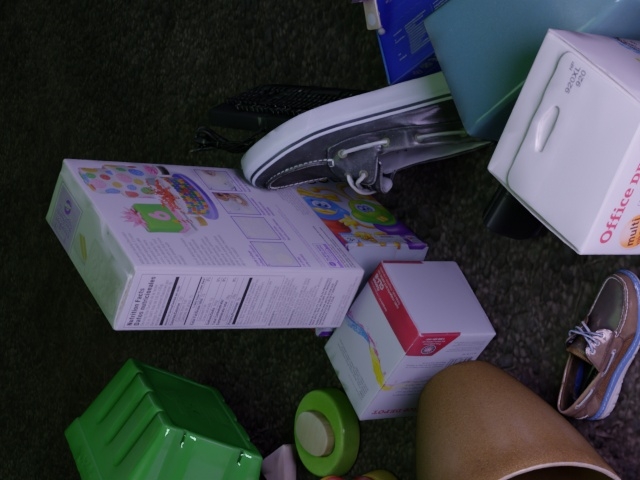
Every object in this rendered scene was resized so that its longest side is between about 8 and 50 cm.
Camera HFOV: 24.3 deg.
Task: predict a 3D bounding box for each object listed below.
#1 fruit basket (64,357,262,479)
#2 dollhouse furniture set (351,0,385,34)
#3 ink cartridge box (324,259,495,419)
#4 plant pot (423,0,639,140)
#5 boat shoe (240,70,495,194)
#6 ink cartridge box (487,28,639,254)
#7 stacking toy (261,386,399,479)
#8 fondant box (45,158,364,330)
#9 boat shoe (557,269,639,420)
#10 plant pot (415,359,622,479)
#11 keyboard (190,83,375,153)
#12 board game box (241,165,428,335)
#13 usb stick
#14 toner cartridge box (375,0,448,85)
[{"bbox_3d":[-0.253,0.418,2.298,0.392,0.283,0.392,-48,30,39],"label":"fruit basket"},{"bbox_3d":[0.080,-0.301,1.891,0.114,0.091,0.081,3,107,52],"label":"dollhouse furniture set"},{"bbox_3d":[0.112,0.129,1.920,0.176,0.128,0.127,-58,46,36],"label":"ink cartridge box"},{"bbox_3d":[0.270,-0.240,1.675,0.234,0.166,0.165,-40,58,39],"label":"plant pot"},{"bbox_3d":[0.061,-0.117,1.890,0.335,0.121,0.119,-20,76,15],"label":"boat shoe"},{"bbox_3d":[0.329,-0.096,1.522,0.168,0.233,0.171,48,128,44],"label":"ink cartridge box"},{"bbox_3d":[-0.033,0.373,2.123,0.309,0.130,0.279,-54,49,39],"label":"stacking toy"},{"bbox_3d":[-0.145,0.005,1.865,0.238,0.330,0.096,50,127,43],"label":"fondant box"},{"bbox_3d":[0.315,0.121,1.683,0.066,0.066,0.183,29,113,51],"label":"boat shoe"},{"bbox_3d":[0.206,0.261,1.730,0.254,0.237,0.237,-112,39,-52],"label":"plant pot"},{"bbox_3d":[-0.069,-0.177,2.135,0.317,0.201,0.033,11,131,55],"label":"keyboard"},{"bbox_3d":[0.000,0.000,2.068,0.275,0.142,0.144,44,124,46],"label":"board game box"},{"bbox_3d":[0.263,-0.093,1.706,0.278,0.077,0.045,114,163,-52],"label":"usb stick"},{"bbox_3d":[0.195,-0.338,1.853,0.348,0.075,0.165,-33,61,50],"label":"toner cartridge box"}]
